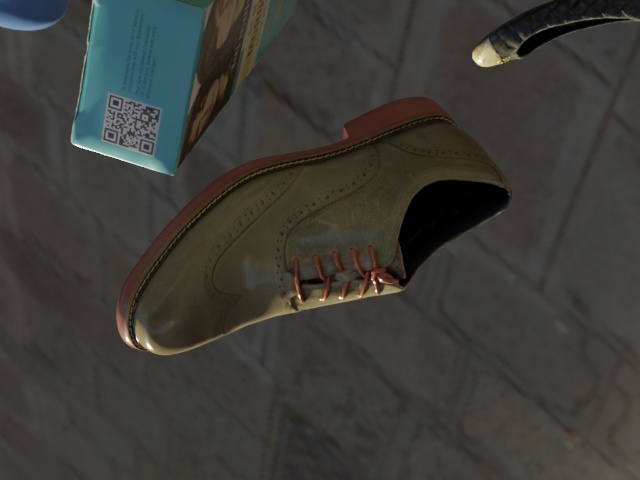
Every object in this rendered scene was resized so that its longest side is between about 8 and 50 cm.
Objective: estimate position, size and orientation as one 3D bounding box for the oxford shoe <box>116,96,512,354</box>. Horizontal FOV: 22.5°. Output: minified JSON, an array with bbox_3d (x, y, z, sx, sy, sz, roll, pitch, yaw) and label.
[{"bbox_3d":[0.000,0.000,1.297,0.130,0.348,0.123,41,155,39],"label":"oxford shoe"}]

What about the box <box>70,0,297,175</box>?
[{"bbox_3d":[-0.063,-0.138,0.911,0.060,0.244,0.101,18,122,6],"label":"box"}]

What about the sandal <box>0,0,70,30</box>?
[{"bbox_3d":[-0.281,-0.142,0.839,0.317,0.126,0.138,10,107,9],"label":"sandal"}]

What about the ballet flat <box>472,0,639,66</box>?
[{"bbox_3d":[0.211,-0.181,1.365,0.173,0.057,0.049,-20,86,17],"label":"ballet flat"}]
